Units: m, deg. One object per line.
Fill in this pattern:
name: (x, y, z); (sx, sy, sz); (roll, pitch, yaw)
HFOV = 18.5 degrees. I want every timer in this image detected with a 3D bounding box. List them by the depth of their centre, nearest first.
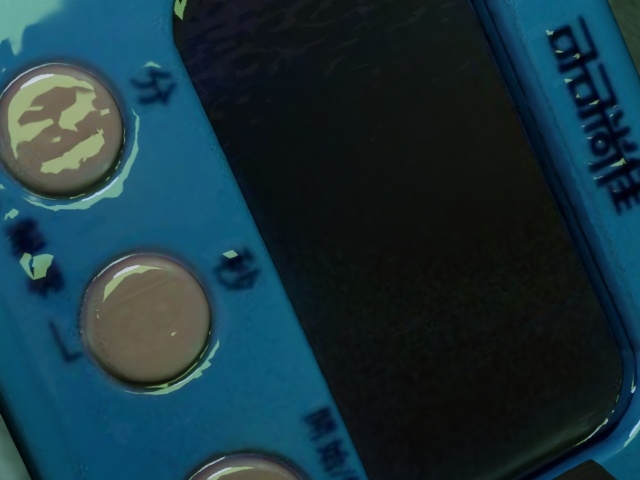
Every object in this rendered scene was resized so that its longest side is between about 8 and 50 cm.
timer: (0.000, 0.000, 0.844); (0.309, 0.115, 0.340); (-26, 98, -15)

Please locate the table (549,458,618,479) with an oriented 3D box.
table: (0.073, 0.218, 0.749); (0.193, 0.169, 0.172); (-25, 37, -18)
